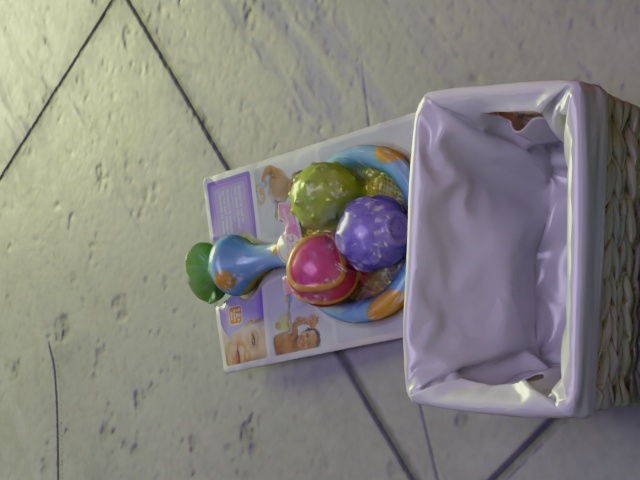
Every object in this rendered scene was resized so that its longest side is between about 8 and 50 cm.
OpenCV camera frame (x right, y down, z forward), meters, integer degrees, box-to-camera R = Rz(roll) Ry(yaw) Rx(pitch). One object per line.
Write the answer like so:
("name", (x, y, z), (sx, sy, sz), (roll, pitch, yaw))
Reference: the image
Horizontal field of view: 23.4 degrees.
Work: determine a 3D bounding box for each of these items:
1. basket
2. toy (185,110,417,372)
("basket", (0.119, 0.006, 0.810), (0.113, 0.103, 0.167), (0, 87, 45))
("toy", (0.000, 0.000, 0.965), (0.237, 0.056, 0.136), (-16, 77, 44))
